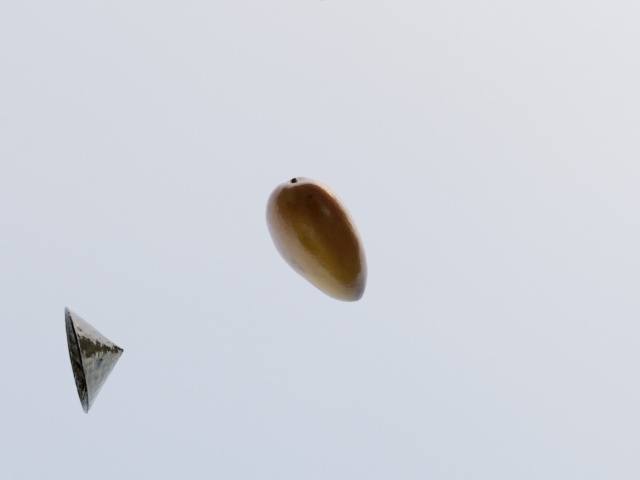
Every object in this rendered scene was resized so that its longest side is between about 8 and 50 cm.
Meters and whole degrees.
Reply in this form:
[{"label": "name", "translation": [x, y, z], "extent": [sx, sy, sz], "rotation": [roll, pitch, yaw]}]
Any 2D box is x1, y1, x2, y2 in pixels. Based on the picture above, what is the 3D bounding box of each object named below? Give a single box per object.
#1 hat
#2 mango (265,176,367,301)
[{"label": "hat", "translation": [-0.295, 0.152, 1.272], "extent": [0.067, 0.146, 0.146], "rotation": [-11, -117, -20]}, {"label": "mango", "translation": [0.000, 0.000, 1.460], "extent": [0.112, 0.145, 0.219], "rotation": [-26, -109, -36]}]
